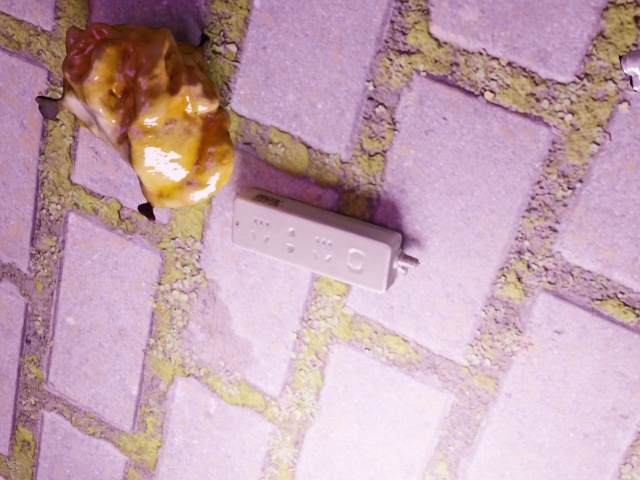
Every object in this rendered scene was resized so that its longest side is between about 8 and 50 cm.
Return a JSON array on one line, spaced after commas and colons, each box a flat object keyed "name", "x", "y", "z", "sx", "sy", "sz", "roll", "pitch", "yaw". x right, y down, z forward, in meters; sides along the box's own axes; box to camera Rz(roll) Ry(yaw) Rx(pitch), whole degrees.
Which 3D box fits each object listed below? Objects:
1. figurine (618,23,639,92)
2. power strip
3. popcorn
[{"name": "figurine", "x": 0.482, "y": -0.244, "z": 1.311, "sx": 0.229, "sy": 0.112, "sz": 0.137, "roll": -18, "pitch": 109, "yaw": 43}, {"name": "power strip", "x": 0.000, "y": 0.000, "z": 1.702, "sx": 0.338, "sy": 0.058, "sz": 0.098, "roll": 17, "pitch": 119, "yaw": 19}, {"name": "popcorn", "x": -0.265, "y": -0.219, "z": 1.643, "sx": 0.316, "sy": 0.281, "sz": 0.297, "roll": 47, "pitch": 170, "yaw": -33}]
